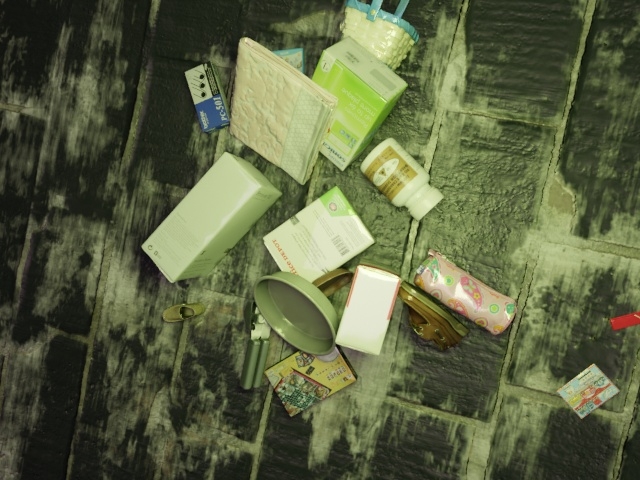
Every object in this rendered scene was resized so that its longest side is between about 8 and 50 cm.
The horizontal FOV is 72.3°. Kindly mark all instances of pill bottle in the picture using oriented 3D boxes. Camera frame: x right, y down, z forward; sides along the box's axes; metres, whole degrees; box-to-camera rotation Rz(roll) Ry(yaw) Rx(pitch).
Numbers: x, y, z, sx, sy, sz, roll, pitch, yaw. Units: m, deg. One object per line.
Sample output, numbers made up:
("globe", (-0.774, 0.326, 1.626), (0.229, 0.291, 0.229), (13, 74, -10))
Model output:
("pill bottle", (0.235, -0.170, 1.252), (0.131, 0.131, 0.229), (-44, 82, 9))

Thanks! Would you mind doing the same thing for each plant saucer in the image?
("plant saucer", (0.018, 0.129, 1.286), (0.169, 0.168, 0.029), (-35, 69, 10))

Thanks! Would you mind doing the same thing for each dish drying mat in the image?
("dish drying mat", (0.838, 0.219, 1.195), (0.083, 0.008, 0.032), (-19, 88, 11))

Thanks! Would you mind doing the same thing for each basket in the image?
("basket", (0.174, -0.609, 1.200), (0.201, 0.255, 0.288), (33, 108, 12))

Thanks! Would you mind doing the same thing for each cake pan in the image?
("cake pan", (-0.065, 0.204, 1.250), (0.293, 0.054, 0.293), (26, 139, 25))

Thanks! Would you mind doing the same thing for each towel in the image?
("towel", (-0.127, -0.353, 1.257), (0.317, 0.331, 0.053), (37, 54, 9))

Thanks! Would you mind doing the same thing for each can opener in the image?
("can opener", (-0.204, 0.327, 1.388), (0.093, 0.074, 0.280), (9, 91, 46))

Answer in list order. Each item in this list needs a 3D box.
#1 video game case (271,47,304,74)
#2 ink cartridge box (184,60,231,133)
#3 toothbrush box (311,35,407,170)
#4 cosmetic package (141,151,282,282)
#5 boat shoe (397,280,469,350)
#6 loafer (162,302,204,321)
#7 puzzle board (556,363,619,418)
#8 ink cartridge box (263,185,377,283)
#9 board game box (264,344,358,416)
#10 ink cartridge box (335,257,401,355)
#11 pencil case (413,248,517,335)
("video game case", (-0.109, -0.515, 1.380), (0.119, 0.015, 0.166), (-2, 90, 12))
("ink cartridge box", (-0.358, -0.460, 1.415), (0.097, 0.046, 0.206), (-19, 87, 12))
("toothbrush box", (0.069, -0.366, 1.203), (0.206, 0.283, 0.122), (42, 56, 3))
("cosmetic package", (-0.319, -0.066, 1.327), (0.385, 0.217, 0.156), (-45, 82, 11))
("boat shoe", (0.292, 0.218, 1.181), (0.307, 0.110, 0.104), (38, 98, -33))
("loafer", (-0.457, 0.234, 1.439), (0.148, 0.050, 0.056), (-15, 87, 11))
("puzzle board", (0.742, 0.419, 1.215), (0.128, 0.011, 0.096), (-42, 83, 8))
("ink cartridge box", (0.000, 0.000, 1.310), (0.273, 0.115, 0.198), (-34, 82, 10))
("board game box", (-0.030, 0.414, 1.357), (0.243, 0.042, 0.165), (-32, 84, 10))
("ink cartridge box", (0.132, 0.166, 1.200), (0.117, 0.283, 0.207), (16, 94, 6))
("pencil case", (0.399, 0.142, 1.227), (0.284, 0.124, 0.124), (34, 97, 10))
